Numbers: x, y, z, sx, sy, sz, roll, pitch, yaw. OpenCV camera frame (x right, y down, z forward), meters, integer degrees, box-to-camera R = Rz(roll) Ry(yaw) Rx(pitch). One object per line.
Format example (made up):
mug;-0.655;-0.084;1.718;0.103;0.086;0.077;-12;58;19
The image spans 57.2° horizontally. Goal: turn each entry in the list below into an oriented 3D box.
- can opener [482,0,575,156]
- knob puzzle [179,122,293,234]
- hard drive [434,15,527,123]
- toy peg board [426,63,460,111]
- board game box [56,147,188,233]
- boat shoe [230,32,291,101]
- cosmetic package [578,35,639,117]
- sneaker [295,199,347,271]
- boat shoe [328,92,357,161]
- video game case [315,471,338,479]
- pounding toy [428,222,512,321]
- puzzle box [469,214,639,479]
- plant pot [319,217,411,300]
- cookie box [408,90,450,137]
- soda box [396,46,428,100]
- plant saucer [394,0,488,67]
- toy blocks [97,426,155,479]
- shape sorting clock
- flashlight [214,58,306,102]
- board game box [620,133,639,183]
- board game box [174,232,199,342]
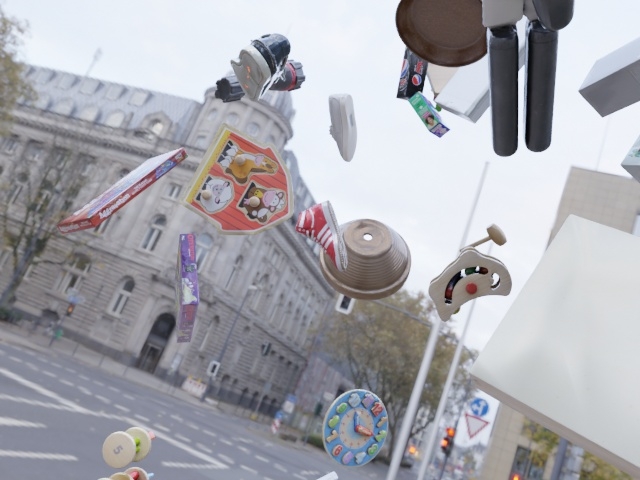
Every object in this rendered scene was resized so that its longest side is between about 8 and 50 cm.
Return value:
can opener;0.205;-0.185;0.588;0.075;0.095;0.283;-7;-42;13
knob puzzle;-0.136;-0.095;1.074;0.213;0.213;0.030;22;2;-2
hard drive;0.399;-0.413;1.320;0.040;0.308;0.203;34;12;-22
toy peg board;0.384;-0.438;1.684;0.161;0.161;0.079;-2;-42;-5
board game box;-0.423;-0.110;1.267;0.145;0.281;0.027;-8;-60;42
boat shoe;-0.111;-0.324;1.079;0.095;0.079;0.254;55;-10;-8
cosmetic package;0.713;-0.383;1.302;0.107;0.127;0.238;43;-25;-13
sneaker;0.000;0.000;0.944;0.067;0.119;0.042;-18;-15;13
boat shoe;0.051;-0.289;1.509;0.063;0.066;0.184;13;-45;27
video game case;-0.064;0.575;1.236;0.173;0.190;0.022;-8;47;-40
pounding toy;0.413;0.097;1.556;0.154;0.269;0.155;45;15;5
puzzle box;0.415;0.149;0.660;0.408;0.272;0.052;27;-22;35
plant pot;0.116;0.023;1.468;0.237;0.237;0.110;19;-36;11
cookie box;0.286;-0.329;1.539;0.092;0.040;0.107;5;50;-61
soda box;0.262;-0.478;1.644;0.060;0.169;0.053;8;5;-24
plant saucer;0.243;-0.422;1.133;0.198;0.036;0.199;19;-25;9
toy blocks;-0.298;0.358;0.934;0.054;0.123;0.148;14;-9;11
shape sorting clock;0.097;0.506;1.578;0.206;0.206;0.040;30;-19;-26
flashlight;-0.184;-0.505;1.860;0.103;0.304;0.103;34;-50;30
board game box;0.756;-0.202;1.122;0.224;0.303;0.097;35;-5;-16
board game box;-0.389;0.146;1.688;0.056;0.208;0.347;3;-26;-15
